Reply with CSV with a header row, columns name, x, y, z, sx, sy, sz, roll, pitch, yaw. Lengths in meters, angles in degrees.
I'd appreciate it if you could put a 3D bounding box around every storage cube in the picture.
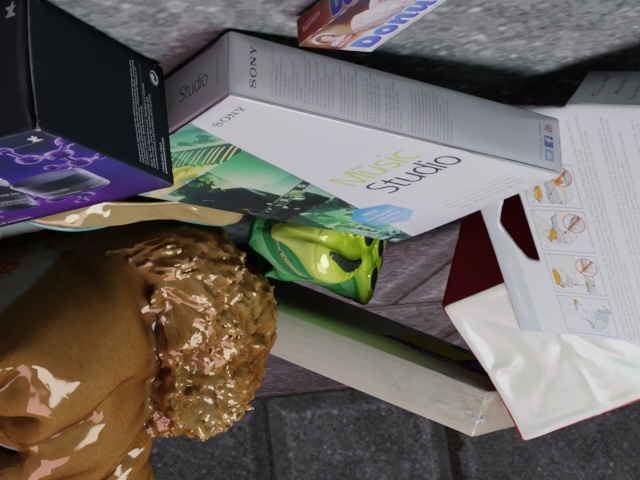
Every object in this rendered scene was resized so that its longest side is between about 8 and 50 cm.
name,x,y,z,sx,sy,sz,roll,pitch,yaw
storage cube,0.258,0.056,1.471,0.215,0.183,0.193,-23,-159,23

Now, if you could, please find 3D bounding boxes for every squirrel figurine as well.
name,x,y,z,sx,sy,sz,roll,pitch,yaw
squirrel figurine,-0.204,0.158,1.401,0.397,0.370,0.281,-25,-147,-9

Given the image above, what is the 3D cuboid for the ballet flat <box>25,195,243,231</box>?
name,x,y,z,sx,sy,sz,roll,pitch,yaw
ballet flat,-0.162,-0.056,1.252,0.232,0.080,0.073,-2,138,-35

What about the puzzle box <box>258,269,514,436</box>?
name,x,y,z,sx,sy,sz,roll,pitch,yaw
puzzle box,0.040,0.119,1.633,0.409,0.052,0.272,20,-175,24

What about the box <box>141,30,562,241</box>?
name,x,y,z,sx,sy,sz,roll,pitch,yaw
box,0.003,-0.072,1.176,0.322,0.058,0.232,11,159,-32

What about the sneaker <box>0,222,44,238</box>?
name,x,y,z,sx,sy,sz,roll,pitch,yaw
sneaker,-0.352,-0.004,1.274,0.228,0.092,0.087,-5,165,-15

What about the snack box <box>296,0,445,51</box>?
name,x,y,z,sx,sy,sz,roll,pitch,yaw
snack box,0.055,-0.169,0.946,0.064,0.022,0.178,-1,165,-32

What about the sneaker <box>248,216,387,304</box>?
name,x,y,z,sx,sy,sz,roll,pitch,yaw
sneaker,0.000,0.000,1.534,0.123,0.109,0.295,13,174,15

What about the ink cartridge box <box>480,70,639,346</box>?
name,x,y,z,sx,sy,sz,roll,pitch,yaw
ink cartridge box,0.261,-0.022,1.264,0.239,0.275,0.060,6,-138,37

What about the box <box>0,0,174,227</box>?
name,x,y,z,sx,sy,sz,roll,pitch,yaw
box,-0.264,-0.073,1.010,0.261,0.103,0.184,-12,164,20
